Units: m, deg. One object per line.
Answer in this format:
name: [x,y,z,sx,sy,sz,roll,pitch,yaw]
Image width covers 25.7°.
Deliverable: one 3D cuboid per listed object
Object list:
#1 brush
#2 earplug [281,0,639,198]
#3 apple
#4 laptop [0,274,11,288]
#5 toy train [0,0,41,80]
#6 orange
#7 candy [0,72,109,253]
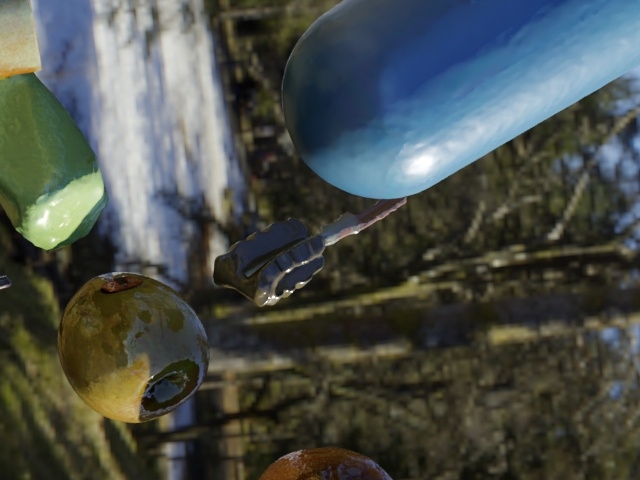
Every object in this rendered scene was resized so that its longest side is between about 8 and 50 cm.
brush: [0.000,0.000,1.678,0.301,0.084,0.071,-28,138,-42]
earplug: [0.099,-0.119,0.755,0.132,0.273,0.132,51,-17,21]
apple: [-0.223,0.123,1.652,0.155,0.182,0.182,45,-20,31]
laptop: [-0.553,0.083,1.957,0.154,0.207,0.026,-14,-89,53]
toy train: [-0.348,-0.189,1.092,0.116,0.285,0.177,-155,-125,-75]
orange: [0.007,0.354,1.715,0.170,0.224,0.224,111,-18,-46]
candy: [-0.370,-0.140,1.587,0.343,0.132,0.142,50,-40,22]
